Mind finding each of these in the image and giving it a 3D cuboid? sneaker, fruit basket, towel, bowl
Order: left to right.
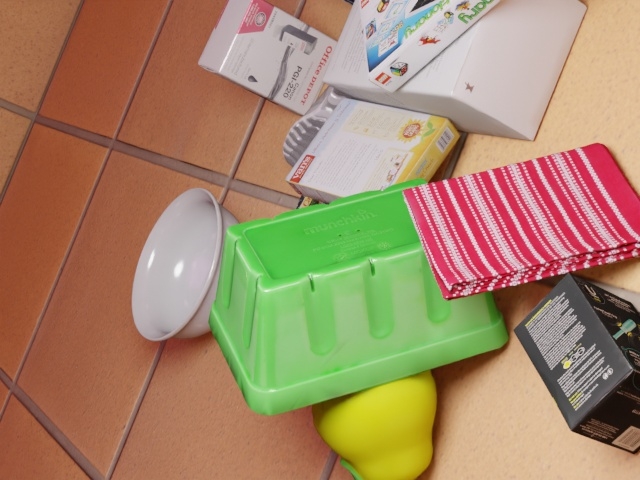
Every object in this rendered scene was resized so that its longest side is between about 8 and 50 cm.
[{"bbox_3d":[-0.221,0.062,2.070,0.298,0.134,0.297,-32,47,41],"label":"bowl"},{"bbox_3d":[0.040,-0.223,1.934,0.281,0.105,0.115,-48,3,34],"label":"sneaker"},{"bbox_3d":[0.055,0.144,1.505,0.392,0.392,0.283,-57,34,16],"label":"fruit basket"},{"bbox_3d":[0.258,-0.031,1.373,0.199,0.275,0.031,-107,5,-45],"label":"towel"}]

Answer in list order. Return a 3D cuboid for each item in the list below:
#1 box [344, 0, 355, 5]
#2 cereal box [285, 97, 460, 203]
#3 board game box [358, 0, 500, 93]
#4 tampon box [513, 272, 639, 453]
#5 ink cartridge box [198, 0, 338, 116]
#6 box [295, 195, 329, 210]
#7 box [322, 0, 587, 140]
[{"bbox_3d":[0.096,-0.765,1.978,0.480,0.297,0.471,-43,38,33],"label":"box"},{"bbox_3d":[0.074,-0.126,1.689,0.240,0.047,0.173,20,70,49],"label":"cereal box"},{"bbox_3d":[0.174,-0.365,1.525,0.305,0.053,0.193,-38,41,36],"label":"board game box"},{"bbox_3d":[0.318,0.138,1.258,0.101,0.120,0.161,-50,36,23],"label":"tampon box"},{"bbox_3d":[-0.090,-0.343,2.051,0.092,0.218,0.158,31,97,52],"label":"ink cartridge box"},{"bbox_3d":[0.000,0.000,1.871,0.159,0.044,0.233,17,85,56],"label":"box"},{"bbox_3d":[0.189,-0.291,1.662,0.345,0.168,0.215,19,86,58],"label":"box"}]
